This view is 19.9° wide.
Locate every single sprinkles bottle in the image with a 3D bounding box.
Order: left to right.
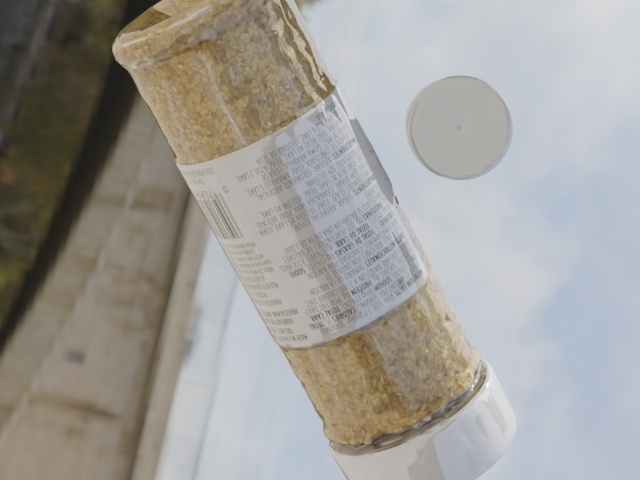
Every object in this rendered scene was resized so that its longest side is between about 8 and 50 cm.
[{"bbox_3d":[0.000,0.000,1.172,0.121,0.355,0.121,-26,-164,8],"label":"sprinkles bottle"}]

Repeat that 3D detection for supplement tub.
[{"bbox_3d":[0.093,-0.077,1.238,0.107,0.071,0.071,-64,170,-85],"label":"supplement tub"}]
